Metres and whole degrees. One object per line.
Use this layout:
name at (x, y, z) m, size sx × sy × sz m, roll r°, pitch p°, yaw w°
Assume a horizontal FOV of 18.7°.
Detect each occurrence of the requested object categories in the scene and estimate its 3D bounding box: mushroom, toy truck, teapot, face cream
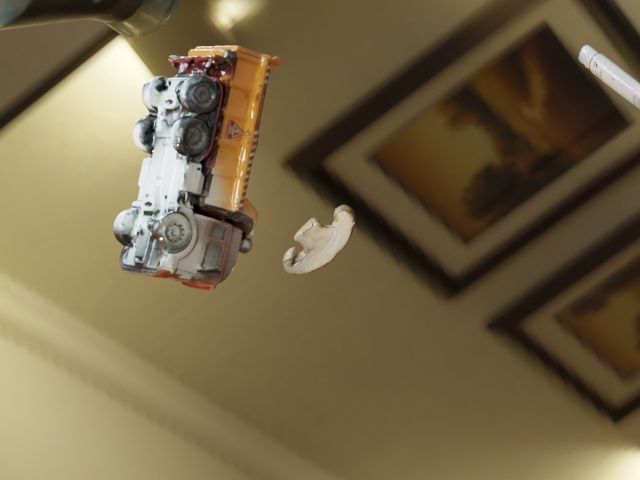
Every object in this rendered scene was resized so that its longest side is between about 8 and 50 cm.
mushroom at (0.000, 0.000, 1.977) m, size 0.049 × 0.101 × 0.019 m, roll 35°, pitch -150°, yaw -27°
toy truck at (-0.136, -0.085, 2.163) m, size 0.135 × 0.270 × 0.114 m, roll 15°, pitch 175°, yaw -37°
teapot at (-0.240, -0.275, 1.881) m, size 0.203 × 0.171 × 0.225 m, roll 13°, pitch -175°, yaw 42°
face cream at (0.306, -0.157, 1.958) m, size 0.115 × 0.020 × 0.038 m, roll 44°, pitch 165°, yaw 28°
